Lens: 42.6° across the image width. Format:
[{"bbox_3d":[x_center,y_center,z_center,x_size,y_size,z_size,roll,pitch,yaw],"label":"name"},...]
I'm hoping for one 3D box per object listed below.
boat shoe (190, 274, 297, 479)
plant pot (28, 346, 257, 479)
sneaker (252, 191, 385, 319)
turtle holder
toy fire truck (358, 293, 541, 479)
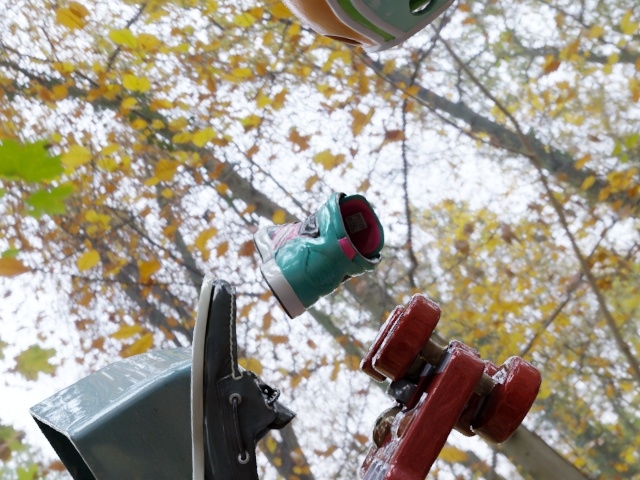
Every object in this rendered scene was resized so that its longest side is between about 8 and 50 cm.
[{"bbox_3d":[-0.080,0.203,0.859,0.113,0.340,0.127,0,-21,-5],"label":"boat shoe"},{"bbox_3d":[-0.240,0.294,1.236,0.252,0.248,0.247,-35,-74,-28],"label":"plant pot"},{"bbox_3d":[0.000,0.000,1.197,0.178,0.295,0.124,-32,-74,1],"label":"sneaker"},{"bbox_3d":[0.075,-0.383,1.018,0.227,0.243,0.320,54,-124,-21],"label":"turtle holder"},{"bbox_3d":[0.106,0.218,0.967,0.254,0.169,0.302,-57,-3,-11],"label":"toy fire truck"}]
